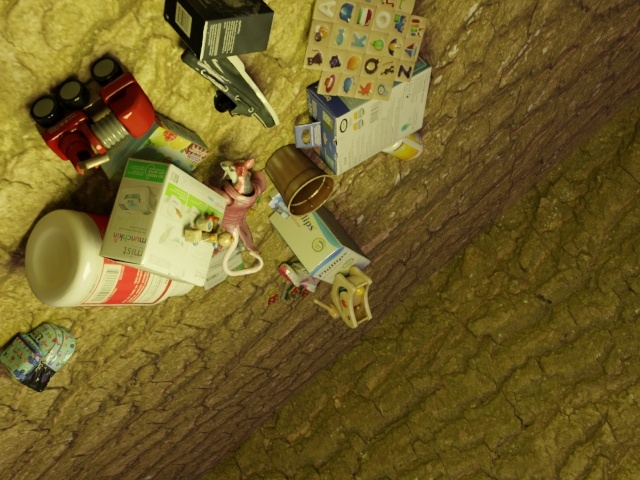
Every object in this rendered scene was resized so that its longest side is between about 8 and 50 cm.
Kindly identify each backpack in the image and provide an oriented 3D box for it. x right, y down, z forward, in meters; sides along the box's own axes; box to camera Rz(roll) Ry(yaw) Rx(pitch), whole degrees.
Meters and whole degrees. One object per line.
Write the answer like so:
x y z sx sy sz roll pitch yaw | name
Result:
-0.781 0.308 1.746 0.173 0.158 0.117 -48 139 -12 | backpack

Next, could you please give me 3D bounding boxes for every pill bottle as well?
0.269 -0.338 2.112 0.117 0.117 0.215 -48 153 19 | pill bottle
-0.505 0.055 1.591 0.229 0.229 0.407 -48 154 19 | pill bottle

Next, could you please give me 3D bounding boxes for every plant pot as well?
-0.071 -0.184 1.853 0.167 0.165 0.167 -31 154 -17 | plant pot

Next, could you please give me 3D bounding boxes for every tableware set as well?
-0.194 -0.135 1.882 0.104 0.024 0.154 -56 171 -40 | tableware set

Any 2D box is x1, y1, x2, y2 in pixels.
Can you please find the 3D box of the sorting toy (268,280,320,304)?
-0.100 0.203 2.614 0.274 0.046 0.132 -22 150 -32 | sorting toy

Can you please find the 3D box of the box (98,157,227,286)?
-0.350 -0.033 1.447 0.262 0.126 0.231 34 68 -66 | box

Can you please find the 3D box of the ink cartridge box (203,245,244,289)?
-0.334 0.047 1.980 0.153 0.087 0.208 -30 155 -18 | ink cartridge box

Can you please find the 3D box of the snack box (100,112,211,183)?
-0.388 -0.199 1.482 0.174 0.070 0.207 -42 157 12 | snack box

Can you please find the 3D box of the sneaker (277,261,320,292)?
-0.074 0.119 2.458 0.111 0.103 0.252 -56 151 4 | sneaker

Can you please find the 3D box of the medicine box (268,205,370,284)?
0.000 0.000 2.143 0.149 0.263 0.289 -43 155 10 | medicine box

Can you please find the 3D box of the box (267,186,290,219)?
-0.081 -0.160 1.994 0.178 0.042 0.109 -42 137 7 | box

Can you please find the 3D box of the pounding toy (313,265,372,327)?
0.081 0.221 2.135 0.154 0.154 0.269 -25 153 -24 | pounding toy

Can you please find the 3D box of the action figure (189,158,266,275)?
-0.254 -0.082 1.682 0.248 0.276 0.370 -15 160 -31 | action figure

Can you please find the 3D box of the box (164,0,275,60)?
-0.202 -0.446 1.240 0.158 0.156 0.093 -21 149 -34 | box

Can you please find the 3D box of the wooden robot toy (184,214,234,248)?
-0.239 -0.017 1.458 0.173 0.079 0.076 11 89 -70 | wooden robot toy

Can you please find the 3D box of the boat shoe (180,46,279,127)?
-0.206 -0.346 1.442 0.113 0.127 0.340 -38 154 2 | boat shoe

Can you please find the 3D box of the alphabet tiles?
0.117 -0.501 1.576 0.342 0.011 0.285 -2 117 -33 | alphabet tiles

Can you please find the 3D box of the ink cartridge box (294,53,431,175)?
0.113 -0.367 1.809 0.395 0.151 0.270 -33 154 -16 | ink cartridge box

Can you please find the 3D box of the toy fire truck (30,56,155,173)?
-0.423 -0.217 1.219 0.217 0.246 0.158 -36 156 -6 | toy fire truck
